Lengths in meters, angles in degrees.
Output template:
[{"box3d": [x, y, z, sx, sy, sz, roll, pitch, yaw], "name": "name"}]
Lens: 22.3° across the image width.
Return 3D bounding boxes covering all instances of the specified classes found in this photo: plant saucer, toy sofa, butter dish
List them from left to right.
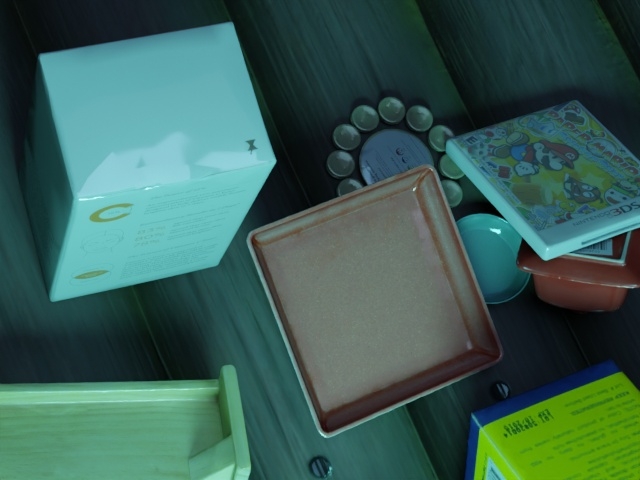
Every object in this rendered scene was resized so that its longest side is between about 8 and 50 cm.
[{"box3d": [-0.265, 0.247, 1.788, 0.362, 0.177, 0.150, 0, 47, -14], "name": "toy sofa"}, {"box3d": [0.062, 0.070, 1.943, 0.258, 0.047, 0.259, -21, 92, -20], "name": "plant saucer"}, {"box3d": [0.205, 0.025, 2.033, 0.119, 0.021, 0.119, 5, 70, -12], "name": "plant saucer"}, {"box3d": [0.328, 0.038, 2.013, 0.160, 0.118, 0.160, 9, 35, 13], "name": "butter dish"}]

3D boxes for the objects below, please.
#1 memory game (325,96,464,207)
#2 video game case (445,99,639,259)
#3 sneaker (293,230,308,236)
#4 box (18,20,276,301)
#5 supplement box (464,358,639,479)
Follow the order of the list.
[{"box3d": [0.097, -0.094, 2.053, 0.186, 0.012, 0.186, 4, 71, -13], "name": "memory game"}, {"box3d": [0.302, -0.081, 2.030, 0.206, 0.026, 0.227, -18, 47, -23], "name": "video game case"}, {"box3d": [0.000, 0.000, 1.976, 0.135, 0.052, 0.058, -30, 92, -15], "name": "sneaker"}, {"box3d": [-0.204, -0.078, 1.792, 0.215, 0.345, 0.168, -12, 75, -18], "name": "box"}, {"box3d": [0.327, 0.338, 1.782, 0.194, 0.195, 0.356, -18, 45, -19], "name": "supplement box"}]
